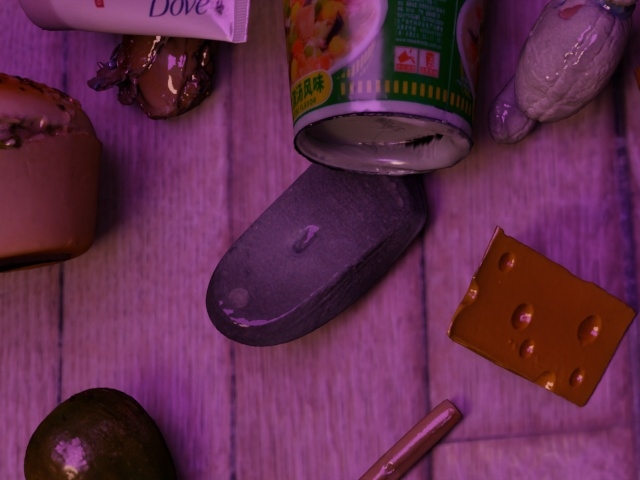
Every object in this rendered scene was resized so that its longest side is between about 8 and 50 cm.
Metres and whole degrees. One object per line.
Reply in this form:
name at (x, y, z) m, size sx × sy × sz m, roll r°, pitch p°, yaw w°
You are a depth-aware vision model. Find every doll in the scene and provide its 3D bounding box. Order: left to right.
doll at (0.200, -0.151, 1.487) m, size 0.071 × 0.214 × 0.103 m, roll 32°, pitch 50°, yaw -3°

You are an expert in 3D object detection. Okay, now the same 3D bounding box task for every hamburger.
hamburger at (-0.330, -0.051, 1.605) m, size 0.300 × 0.300 × 0.176 m, roll -12°, pitch 86°, yaw 20°

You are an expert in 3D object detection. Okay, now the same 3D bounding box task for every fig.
fig at (-0.172, 0.208, 1.566) m, size 0.123 × 0.123 × 0.156 m, roll -43°, pitch 71°, yaw 8°

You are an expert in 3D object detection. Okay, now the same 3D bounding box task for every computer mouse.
computer mouse at (0.000, 0.003, 1.574) m, size 0.229 × 0.068 × 0.113 m, roll -42°, pitch 67°, yaw -9°

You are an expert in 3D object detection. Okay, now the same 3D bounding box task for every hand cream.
hand cream at (-0.150, -0.223, 1.598) m, size 0.248 × 0.083 × 0.133 m, roll -2°, pitch 84°, yaw 39°

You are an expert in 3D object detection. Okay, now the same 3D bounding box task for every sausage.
sausage at (0.062, 0.180, 1.525) m, size 0.132 × 0.024 × 0.024 m, roll -44°, pitch 65°, yaw 6°

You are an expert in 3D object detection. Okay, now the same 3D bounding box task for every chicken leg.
chicken leg at (-0.144, -0.204, 1.684) m, size 0.125 × 0.080 × 0.196 m, roll -5°, pitch 73°, yaw 33°

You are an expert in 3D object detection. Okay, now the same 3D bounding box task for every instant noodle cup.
instant noodle cup at (0.048, -0.183, 1.515) m, size 0.207 × 0.207 × 0.232 m, roll -5°, pitch 72°, yaw 22°

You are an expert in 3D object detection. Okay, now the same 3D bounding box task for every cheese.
cheese at (0.148, 0.050, 1.439) m, size 0.126 × 0.171 × 0.093 m, roll 29°, pitch 89°, yaw 27°

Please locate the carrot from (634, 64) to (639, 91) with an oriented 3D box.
carrot at (0.298, -0.046, 1.468) m, size 0.061 × 0.061 × 0.209 m, roll -16°, pitch 75°, yaw 19°
